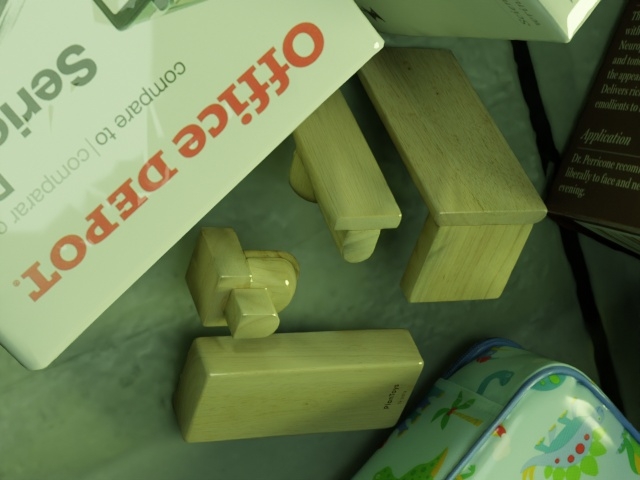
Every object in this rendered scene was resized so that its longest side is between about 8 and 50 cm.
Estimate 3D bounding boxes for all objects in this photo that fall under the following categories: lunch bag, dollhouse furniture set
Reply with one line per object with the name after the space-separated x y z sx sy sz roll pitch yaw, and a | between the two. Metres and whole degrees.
0.085 0.177 0.813 0.219 0.090 0.176 -49 114 -10 | lunch bag
0.000 0.000 0.780 0.144 0.123 0.151 -1 134 -24 | dollhouse furniture set

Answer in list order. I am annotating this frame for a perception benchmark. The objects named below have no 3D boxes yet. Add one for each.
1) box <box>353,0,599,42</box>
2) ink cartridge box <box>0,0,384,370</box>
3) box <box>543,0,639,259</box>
0.038 -0.187 0.679 0.181 0.182 0.119 41 81 -25 | box
-0.144 -0.124 0.641 0.211 0.121 0.289 -44 114 -11 | ink cartridge box
0.253 -0.065 0.804 0.167 0.168 0.203 24 89 -25 | box
